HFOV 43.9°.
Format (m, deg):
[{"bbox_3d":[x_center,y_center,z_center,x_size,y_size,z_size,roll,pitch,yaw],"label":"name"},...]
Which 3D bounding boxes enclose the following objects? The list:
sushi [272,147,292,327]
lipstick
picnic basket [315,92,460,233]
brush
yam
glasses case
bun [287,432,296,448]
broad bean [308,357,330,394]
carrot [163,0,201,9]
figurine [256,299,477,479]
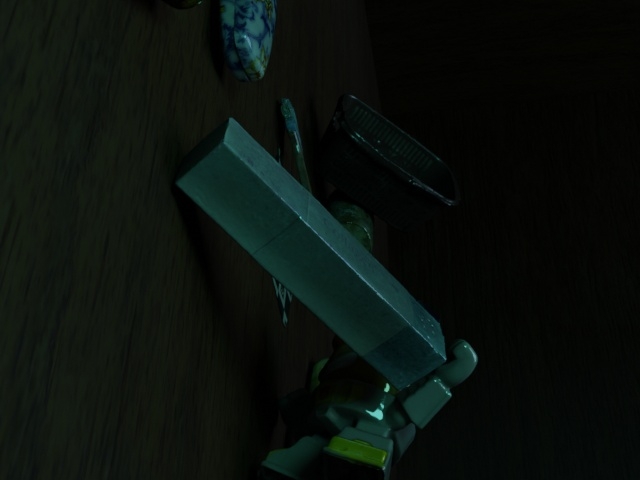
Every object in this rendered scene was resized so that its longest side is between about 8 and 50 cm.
[{"bbox_3d":[-0.037,-0.005,1.159,0.210,0.040,0.193,-82,165,-54],"label":"sushi"},{"bbox_3d":[-0.001,0.020,0.770,0.317,0.068,0.066,45,23,-22],"label":"lipstick"},{"bbox_3d":[0.122,-0.135,1.549,0.129,0.296,0.223,-50,-164,24],"label":"picnic basket"},{"bbox_3d":[-0.034,-0.125,1.193,0.070,0.021,0.196,72,4,-61],"label":"brush"},{"bbox_3d":[0.056,-0.037,1.571,0.194,0.107,0.107,-81,163,-60],"label":"yam"},{"bbox_3d":[-0.085,-0.298,0.929,0.087,0.065,0.248,74,15,-57],"label":"glasses case"},{"bbox_3d":[0.007,0.316,1.103,0.138,0.094,0.138,-2,90,-83],"label":"bun"},{"bbox_3d":[0.014,0.286,1.281,0.153,0.072,0.207,78,-1,-51],"label":"broad bean"},{"bbox_3d":[-0.133,-0.231,0.598,0.228,0.068,0.069,15,71,-82],"label":"carrot"},{"bbox_3d":[0.052,0.189,0.934,0.308,0.308,0.143,-79,149,-61],"label":"figurine"}]
